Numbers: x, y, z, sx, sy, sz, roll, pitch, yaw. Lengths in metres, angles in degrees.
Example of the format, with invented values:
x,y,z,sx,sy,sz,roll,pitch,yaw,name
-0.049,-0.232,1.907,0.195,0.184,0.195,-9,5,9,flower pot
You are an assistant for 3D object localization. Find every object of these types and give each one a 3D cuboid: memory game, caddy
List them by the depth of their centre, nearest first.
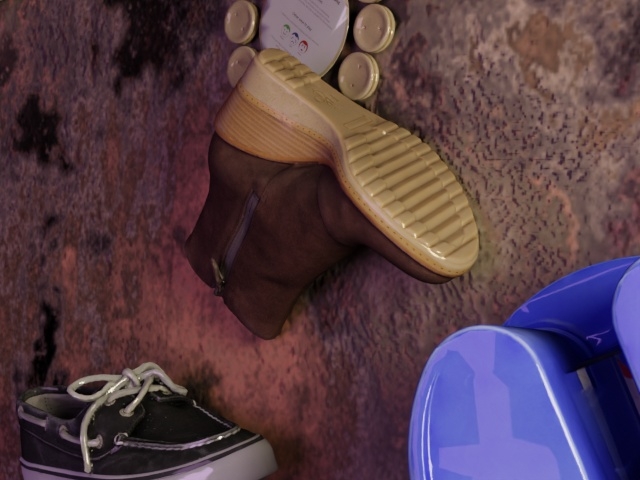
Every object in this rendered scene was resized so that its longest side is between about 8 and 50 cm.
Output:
x,y,z,sx,sy,sz,roll,pitch,yaw,name
0.194,0.164,0.733,0.241,0.179,0.341,-23,70,16,caddy
-0.011,-0.169,1.059,0.186,0.012,0.186,-3,85,44,memory game

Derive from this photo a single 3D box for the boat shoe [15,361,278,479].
x,y,z,sx,sy,sz,roll,pitch,yaw,name
-0.154,0.154,1.111,0.306,0.113,0.105,-7,98,53,boat shoe

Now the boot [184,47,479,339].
x,y,z,sx,sy,sz,roll,pitch,yaw,name
0.000,0.000,1.011,0.248,0.090,0.207,45,133,29,boot
